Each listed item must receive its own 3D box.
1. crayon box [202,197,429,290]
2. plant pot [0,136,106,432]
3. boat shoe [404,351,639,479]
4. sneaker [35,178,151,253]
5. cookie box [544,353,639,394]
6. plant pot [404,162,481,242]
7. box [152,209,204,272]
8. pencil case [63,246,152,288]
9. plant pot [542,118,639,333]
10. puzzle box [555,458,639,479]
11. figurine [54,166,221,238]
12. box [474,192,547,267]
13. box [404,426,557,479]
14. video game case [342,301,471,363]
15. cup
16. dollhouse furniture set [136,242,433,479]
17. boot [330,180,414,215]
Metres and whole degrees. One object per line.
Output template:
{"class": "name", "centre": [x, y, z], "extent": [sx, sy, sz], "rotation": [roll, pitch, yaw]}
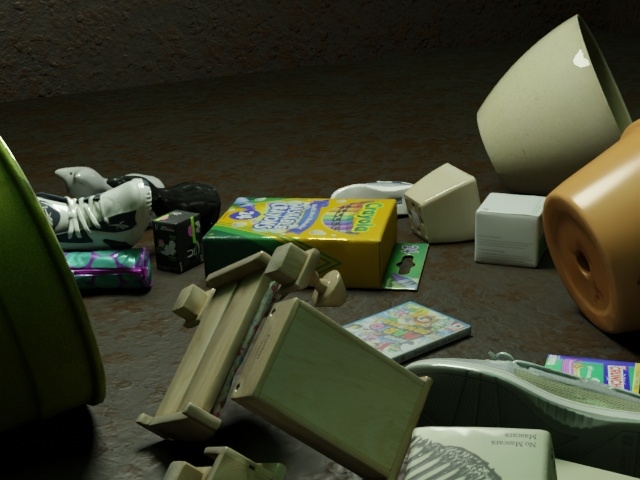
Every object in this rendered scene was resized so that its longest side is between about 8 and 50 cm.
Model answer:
{"class": "crayon box", "centre": [0.000, 0.000, 1.628], "extent": [0.323, 0.083, 0.203], "rotation": [2, 20, 11]}
{"class": "plant pot", "centre": [-0.472, 0.086, 1.107], "extent": [0.353, 0.366, 0.366], "rotation": [-25, 27, -24]}
{"class": "boat shoe", "centre": [0.233, 0.183, 1.042], "extent": [0.320, 0.118, 0.103], "rotation": [9, 16, 19]}
{"class": "sneaker", "centre": [-0.366, -0.033, 1.574], "extent": [0.153, 0.094, 0.235], "rotation": [8, -21, -38]}
{"class": "cookie box", "centre": [0.304, 0.168, 1.172], "extent": [0.107, 0.040, 0.092], "rotation": [5, 20, 18]}
{"class": "plant pot", "centre": [0.202, -0.052, 1.733], "extent": [0.096, 0.109, 0.109], "rotation": [-21, 23, -13]}
{"class": "box", "centre": [-0.225, 0.001, 1.651], "extent": [0.052, 0.083, 0.062], "rotation": [10, 23, 31]}
{"class": "pencil case", "centre": [-0.331, 0.045, 1.567], "extent": [0.151, 0.064, 0.070], "rotation": [-4, 5, -2]}
{"class": "plant pot", "centre": [0.424, -0.010, 1.349], "extent": [0.203, 0.291, 0.291], "rotation": [-22, 23, -7]}
{"class": "puzzle box", "centre": [0.292, 0.292, 0.804], "extent": [0.409, 0.052, 0.272], "rotation": [9, 22, 30]}
{"class": "figurine", "centre": [-0.313, -0.077, 1.750], "extent": [0.215, 0.092, 0.209], "rotation": [11, -4, 36]}
{"class": "box", "centre": [0.301, -0.018, 1.632], "extent": [0.102, 0.087, 0.101], "rotation": [5, 21, 21]}
{"class": "box", "centre": [0.103, 0.261, 0.716], "extent": [0.113, 0.094, 0.275], "rotation": [-3, 38, 16]}
{"class": "video game case", "centre": [0.097, 0.123, 1.365], "extent": [0.166, 0.015, 0.119], "rotation": [-17, 24, -35]}
{"class": "cup", "centre": [0.428, -0.209, 1.903], "extent": [0.237, 0.331, 0.331], "rotation": [-24, 11, 22]}
{"class": "dollhouse furniture set", "centre": [-0.070, 0.187, 1.100], "extent": [0.355, 0.174, 0.303], "rotation": [-22, 38, 57]}
{"class": "boot", "centre": [0.097, -0.073, 1.866], "extent": [0.190, 0.069, 0.086], "rotation": [-1, 11, -20]}
